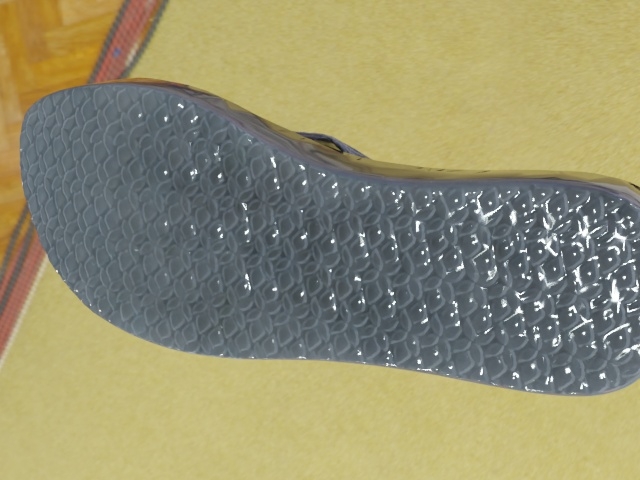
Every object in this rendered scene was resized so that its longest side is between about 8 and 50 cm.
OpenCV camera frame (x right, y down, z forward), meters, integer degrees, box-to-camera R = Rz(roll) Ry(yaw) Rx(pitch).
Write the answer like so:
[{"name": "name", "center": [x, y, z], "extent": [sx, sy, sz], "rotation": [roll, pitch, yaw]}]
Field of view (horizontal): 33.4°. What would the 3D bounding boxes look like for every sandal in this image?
[{"name": "sandal", "center": [0.000, 0.001, 0.393], "extent": [0.255, 0.054, 0.097], "rotation": [15, 107, 20]}]
